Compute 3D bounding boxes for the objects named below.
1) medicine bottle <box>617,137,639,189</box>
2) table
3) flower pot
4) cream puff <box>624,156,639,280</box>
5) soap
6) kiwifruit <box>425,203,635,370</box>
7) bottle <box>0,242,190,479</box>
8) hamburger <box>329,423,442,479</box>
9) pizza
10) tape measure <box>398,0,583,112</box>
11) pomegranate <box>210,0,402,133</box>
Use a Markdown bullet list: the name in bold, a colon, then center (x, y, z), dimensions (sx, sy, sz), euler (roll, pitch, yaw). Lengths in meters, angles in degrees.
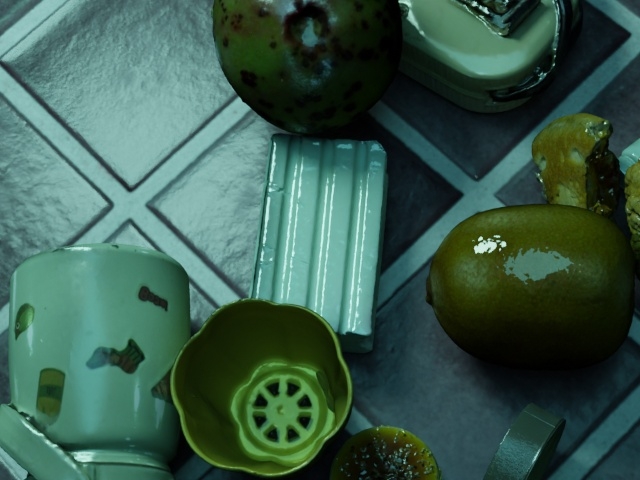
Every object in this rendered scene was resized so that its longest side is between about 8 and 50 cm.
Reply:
- **medicine bottle**: center (0.392, -0.100, 1.626), dimensions (0.083, 0.047, 0.047), euler (-36, 68, -8)
- **table**: center (0.216, 0.243, 1.457), dimensions (0.043, 0.133, 0.133), euler (27, 73, 18)
- **flower pot**: center (-0.054, 0.174, 1.487), dimensions (0.195, 0.179, 0.195), euler (-1, 75, 5)
- **cream puff**: center (0.428, -0.002, 1.532), dimensions (0.183, 0.183, 0.169), euler (7, 87, 9)
- **soap**: center (0.000, 0.000, 1.612), dimensions (0.150, 0.094, 0.261), euler (5, 67, 4)
- **kiwifruit**: center (0.233, 0.051, 1.504), dimensions (0.234, 0.196, 0.196), euler (-3, 67, 13)
- **bottle**: center (-0.254, 0.200, 1.498), dimensions (0.229, 0.229, 0.352), euler (-4, 70, 5)
- **hamburger**: center (0.074, 0.274, 1.489), dimensions (0.126, 0.081, 0.141), euler (-12, 66, 2)
- **pizza**: center (0.322, -0.056, 1.593), dimensions (0.069, 0.154, 0.194), euler (-15, 92, -21)
- **tape measure**: center (0.229, -0.304, 1.688), dimensions (0.231, 0.133, 0.271), euler (31, 72, 18)
- **pomegranate**: center (-0.029, -0.242, 1.630), dimensions (0.242, 0.306, 0.242), euler (3, 81, -18)
